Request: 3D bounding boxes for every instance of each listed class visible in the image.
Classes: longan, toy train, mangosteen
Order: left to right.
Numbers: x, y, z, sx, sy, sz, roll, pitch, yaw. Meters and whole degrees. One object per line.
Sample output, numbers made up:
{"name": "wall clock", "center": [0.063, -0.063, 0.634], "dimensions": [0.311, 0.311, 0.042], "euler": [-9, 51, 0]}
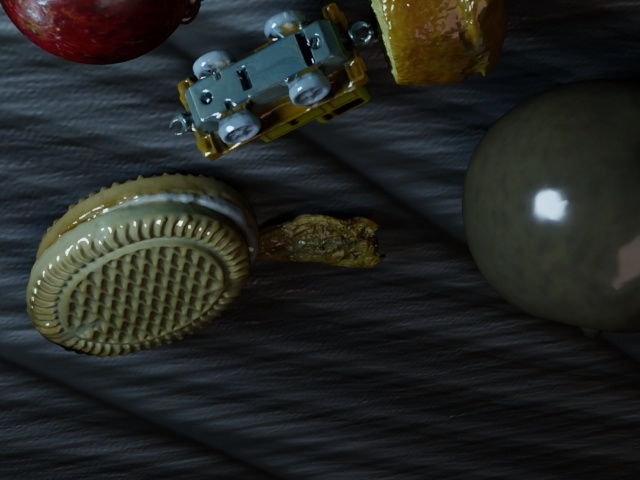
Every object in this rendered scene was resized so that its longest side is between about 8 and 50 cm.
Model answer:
{"name": "mangosteen", "center": [-0.199, -0.262, 1.517], "dimensions": [0.257, 0.215, 0.215], "euler": [29, 132, -5]}
{"name": "toy train", "center": [-0.040, -0.146, 1.835], "dimensions": [0.219, 0.089, 0.127], "euler": [-27, 159, 13]}
{"name": "longan", "center": [0.290, -0.033, 2.000], "dimensions": [0.297, 0.297, 0.297], "euler": [-13, 146, -9]}

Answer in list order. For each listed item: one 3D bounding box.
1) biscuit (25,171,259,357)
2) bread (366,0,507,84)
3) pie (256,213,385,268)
{"name": "biscuit", "center": [-0.186, 0.029, 2.013], "dimensions": [0.259, 0.079, 0.259], "euler": [-13, 146, -9]}
{"name": "bread", "center": [0.110, -0.221, 1.764], "dimensions": [0.129, 0.134, 0.260], "euler": [-17, 146, -1]}
{"name": "pie", "center": [0.000, 0.000, 2.109], "dimensions": [0.170, 0.034, 0.092], "euler": [5, 141, -22]}
